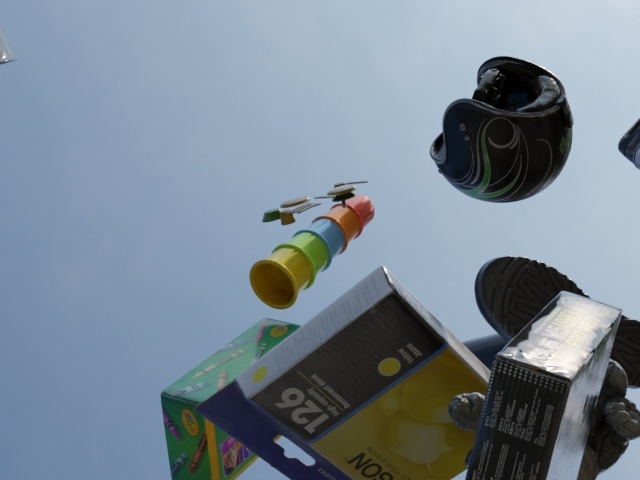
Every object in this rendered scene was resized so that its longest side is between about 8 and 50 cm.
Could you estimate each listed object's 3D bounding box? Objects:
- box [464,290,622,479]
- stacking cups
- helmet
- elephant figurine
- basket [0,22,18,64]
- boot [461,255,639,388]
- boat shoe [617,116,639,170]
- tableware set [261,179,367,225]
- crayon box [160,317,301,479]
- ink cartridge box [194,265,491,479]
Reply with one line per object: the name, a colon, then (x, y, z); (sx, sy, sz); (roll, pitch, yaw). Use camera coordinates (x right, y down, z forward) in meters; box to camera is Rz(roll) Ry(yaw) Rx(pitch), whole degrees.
box: (0.175, 0.196, 0.779); (0.216, 0.060, 0.270); (-21, -56, -60)
stacking cups: (0.000, 0.000, 1.635); (0.316, 0.096, 0.096); (-43, -60, -46)
helmet: (0.222, -0.125, 1.141); (0.169, 0.169, 0.162); (-29, -39, -29)
elephant figurine: (0.239, 0.231, 1.069); (0.239, 0.169, 0.186); (-23, -98, -29)
basket: (-0.382, -0.244, 0.787); (0.204, 0.154, 0.227); (-31, -67, -53)
boot: (0.342, 0.183, 1.690); (0.367, 0.445, 0.146); (30, -109, -12)
boat shoe: (0.645, -0.253, 1.613); (0.113, 0.105, 0.306); (23, -69, -38)
tableware set: (-0.009, -0.054, 1.370); (0.154, 0.104, 0.024); (-27, -72, -39)
crayon box: (-0.126, 0.254, 1.453); (0.278, 0.081, 0.165); (-33, -55, -53)
ink cartridge box: (0.056, 0.222, 1.165); (0.307, 0.072, 0.303); (-39, -60, 13)
